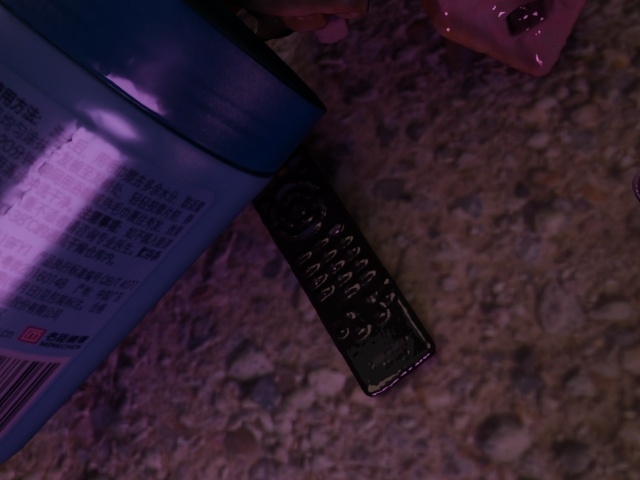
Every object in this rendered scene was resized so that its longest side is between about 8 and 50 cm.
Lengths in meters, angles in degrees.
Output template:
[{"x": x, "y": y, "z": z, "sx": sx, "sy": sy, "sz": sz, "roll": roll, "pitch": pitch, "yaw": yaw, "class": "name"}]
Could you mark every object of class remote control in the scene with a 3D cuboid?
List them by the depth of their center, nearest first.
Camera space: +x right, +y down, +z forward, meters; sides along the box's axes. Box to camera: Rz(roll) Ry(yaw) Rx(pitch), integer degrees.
[{"x": 0.000, "y": 0.000, "z": 0.605, "sx": 0.063, "sy": 0.025, "sz": 0.245, "roll": -37, "pitch": 62, "yaw": 10, "class": "remote control"}]

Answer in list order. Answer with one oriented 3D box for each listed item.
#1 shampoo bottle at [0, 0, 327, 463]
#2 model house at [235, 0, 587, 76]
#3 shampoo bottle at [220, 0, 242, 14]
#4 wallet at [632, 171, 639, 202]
[{"x": -0.228, "y": -0.069, "z": 0.544, "sx": 0.343, "sy": 0.331, "sz": 0.331, "roll": -48, "pitch": 61, "yaw": 9, "class": "shampoo bottle"}, {"x": 0.054, "y": -0.200, "z": 0.524, "sx": 0.236, "sy": 0.237, "sz": 0.202, "roll": -27, "pitch": 66, "yaw": 10, "class": "model house"}, {"x": -0.080, "y": -0.316, "z": 0.717, "sx": 0.085, "sy": 0.085, "sz": 0.244, "roll": -11, "pitch": 71, "yaw": 21, "class": "shampoo bottle"}, {"x": 0.283, "y": -0.069, "z": 0.421, "sx": 0.170, "sy": 0.069, "sz": 0.231, "roll": 13, "pitch": 48, "yaw": 38, "class": "wallet"}]
